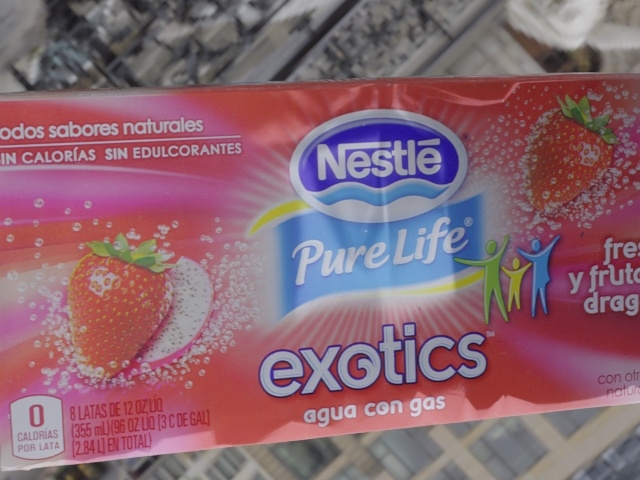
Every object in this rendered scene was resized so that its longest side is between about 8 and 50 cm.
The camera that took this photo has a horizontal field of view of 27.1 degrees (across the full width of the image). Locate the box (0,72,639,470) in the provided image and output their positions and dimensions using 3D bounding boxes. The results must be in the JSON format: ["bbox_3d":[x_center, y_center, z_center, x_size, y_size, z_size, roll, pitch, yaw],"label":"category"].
[{"bbox_3d":[0.000,0.000,0.588,0.300,0.142,0.154,-4,-173,-15],"label":"box"}]
